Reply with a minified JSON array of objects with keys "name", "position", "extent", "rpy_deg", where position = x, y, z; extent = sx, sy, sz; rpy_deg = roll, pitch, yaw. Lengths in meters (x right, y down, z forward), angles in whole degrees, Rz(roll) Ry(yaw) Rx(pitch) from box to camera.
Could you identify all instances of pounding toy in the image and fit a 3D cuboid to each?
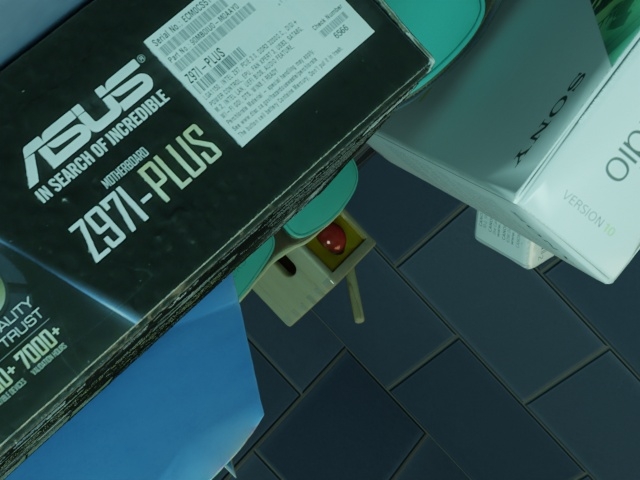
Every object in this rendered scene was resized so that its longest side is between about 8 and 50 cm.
[{"name":"pounding toy","position":[0.009,0.005,1.406],"extent":[0.094,0.181,0.206],"rpy_deg":[-44,179,31]}]

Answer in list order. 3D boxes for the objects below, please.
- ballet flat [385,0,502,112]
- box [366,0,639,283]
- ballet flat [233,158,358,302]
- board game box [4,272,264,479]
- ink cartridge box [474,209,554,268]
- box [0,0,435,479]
[{"name":"ballet flat","position":[0.056,-0.131,0.575],"extent":[0.203,0.074,0.074],"rpy_deg":[-49,179,1]},{"name":"box","position":[0.122,-0.120,0.588],"extent":[0.232,0.058,0.322],"rpy_deg":[-53,-163,2]},{"name":"ballet flat","position":[-0.062,-0.014,1.163],"extent":[0.248,0.086,0.086],"rpy_deg":[-41,178,-41]},{"name":"board game box","position":[-0.087,0.057,0.486],"extent":[0.133,0.033,0.169],"rpy_deg":[-21,-137,4]},{"name":"ink cartridge box","position":[0.242,-0.154,1.002],"extent":[0.261,0.066,0.296],"rpy_deg":[-25,132,-33]},{"name":"box","position":[-0.069,-0.006,0.400],"extent":[0.180,0.077,0.147],"rpy_deg":[-43,179,-18]}]
